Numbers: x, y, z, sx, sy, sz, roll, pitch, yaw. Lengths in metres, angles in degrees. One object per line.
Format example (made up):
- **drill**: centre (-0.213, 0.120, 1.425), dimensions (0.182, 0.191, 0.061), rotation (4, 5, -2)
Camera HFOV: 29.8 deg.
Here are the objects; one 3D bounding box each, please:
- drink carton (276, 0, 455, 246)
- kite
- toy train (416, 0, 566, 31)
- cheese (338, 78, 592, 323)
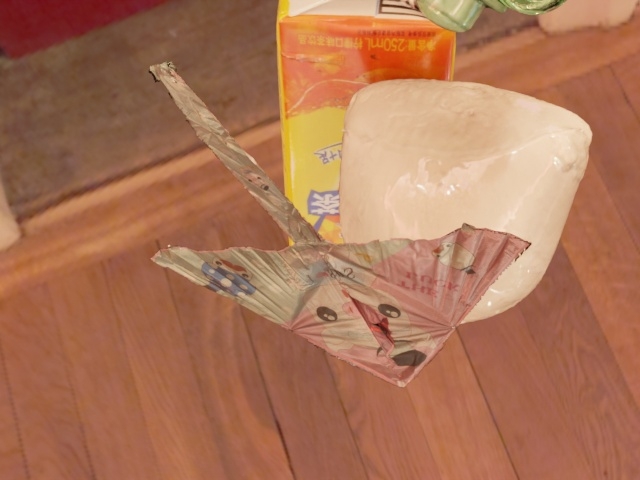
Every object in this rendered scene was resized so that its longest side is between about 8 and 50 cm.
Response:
- **drink carton**: centre (0.041, -0.106, 1.130), dimensions (0.154, 0.351, 0.111), rotation (3, 52, 4)
- **kite**: centre (0.000, 0.000, 0.373), dimensions (0.137, 0.152, 0.005), rotation (-3, 48, 30)
- **toy train**: centre (0.098, -0.208, 0.485), dimensions (0.251, 0.119, 0.085), rotation (-57, 29, 3)
- **cheese**: centre (0.105, -0.026, 0.962), dimensions (0.198, 0.189, 0.154), rotation (14, 26, 25)
